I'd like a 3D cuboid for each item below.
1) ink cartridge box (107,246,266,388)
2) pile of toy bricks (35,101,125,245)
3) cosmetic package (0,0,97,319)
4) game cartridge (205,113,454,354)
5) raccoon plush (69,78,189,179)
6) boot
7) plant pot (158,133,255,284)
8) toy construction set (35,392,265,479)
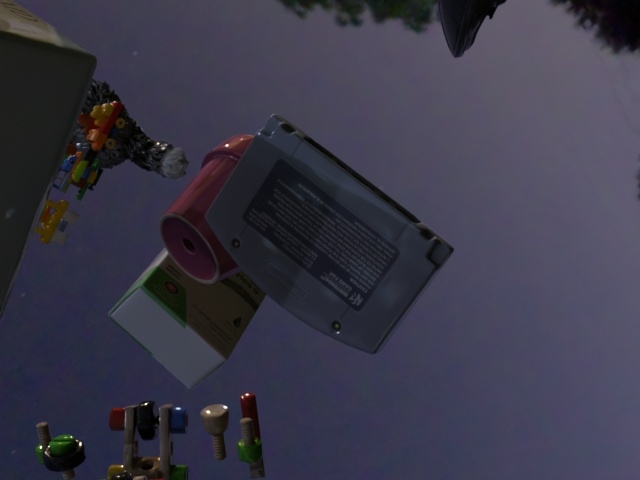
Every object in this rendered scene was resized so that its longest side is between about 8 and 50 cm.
[{"bbox_3d":[-0.235,0.104,1.748,0.211,0.121,0.289,43,-147,-10],"label":"ink cartridge box"},{"bbox_3d":[-0.357,-0.106,1.239,0.105,0.212,0.118,29,170,-24],"label":"pile of toy bricks"},{"bbox_3d":[-0.506,-0.124,0.874,0.329,0.327,0.393,34,-163,34],"label":"cosmetic package"},{"bbox_3d":[0.000,0.000,1.175,0.294,0.196,0.060,39,-167,14],"label":"game cartridge"},{"bbox_3d":[-0.574,-0.228,2.167,0.446,0.216,0.299,18,-141,31],"label":"raccoon plush"},{"bbox_3d":[0.278,-0.336,1.133,0.229,0.263,0.091,-7,-125,-15],"label":"boot"},{"bbox_3d":[-0.139,-0.034,1.405,0.201,0.201,0.180,50,-123,-2],"label":"plant pot"},{"bbox_3d":[-0.216,0.371,1.306,0.309,0.237,0.257,-14,-160,-22],"label":"toy construction set"}]
